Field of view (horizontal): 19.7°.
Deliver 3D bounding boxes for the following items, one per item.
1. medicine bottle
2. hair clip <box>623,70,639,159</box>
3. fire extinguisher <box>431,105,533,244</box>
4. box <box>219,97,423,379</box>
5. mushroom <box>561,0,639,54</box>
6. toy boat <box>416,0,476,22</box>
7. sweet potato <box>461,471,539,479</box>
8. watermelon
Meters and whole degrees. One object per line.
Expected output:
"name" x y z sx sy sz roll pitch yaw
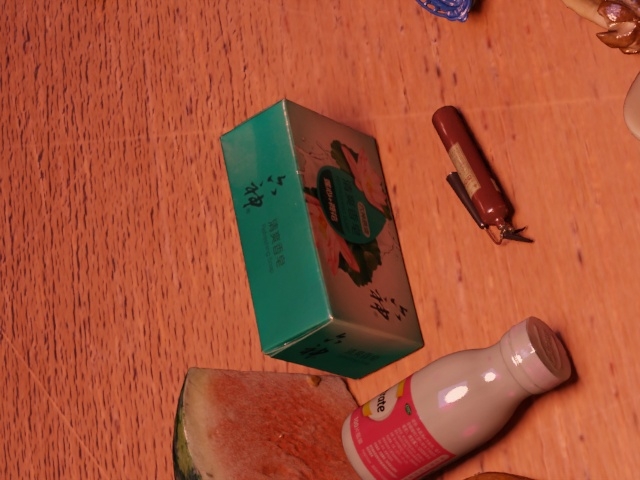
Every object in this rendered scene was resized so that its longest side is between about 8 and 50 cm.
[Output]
"medicine bottle" 0.126 0.151 1.703 0.217 0.090 0.090 -34 58 25
"hair clip" 0.371 -0.154 1.596 0.282 0.113 0.172 -48 53 11
"fire extinguisher" 0.147 -0.056 1.788 0.049 0.035 0.173 -39 53 20
"box" 0.000 0.000 1.811 0.092 0.153 0.245 -28 62 29
"mushroom" 0.251 -0.236 1.745 0.187 0.061 0.060 44 110 43
"toy boat" 0.104 -0.286 1.843 0.091 0.110 0.175 -38 58 24
"sweet potato" 0.137 0.247 1.690 0.218 0.051 0.065 -14 70 35
"watermelon" -0.036 0.233 1.756 0.201 0.261 0.213 -25 55 0
